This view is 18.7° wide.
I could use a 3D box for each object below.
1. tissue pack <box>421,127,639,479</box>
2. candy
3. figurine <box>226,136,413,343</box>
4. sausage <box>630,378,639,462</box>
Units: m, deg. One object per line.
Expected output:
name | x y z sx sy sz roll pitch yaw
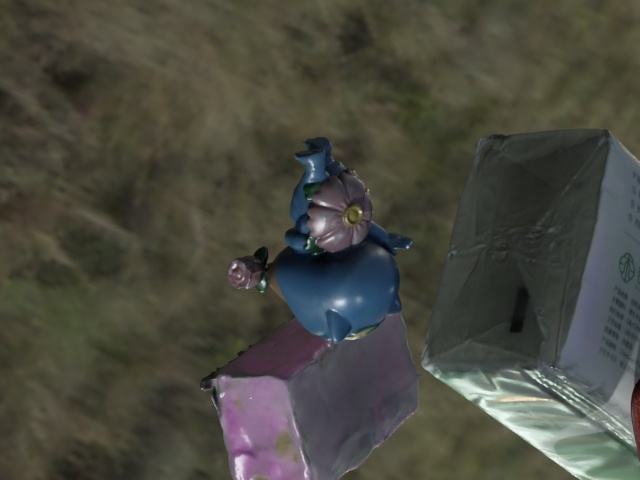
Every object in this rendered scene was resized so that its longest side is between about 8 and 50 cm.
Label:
tissue pack | 0.283 0.077 1.981 0.356 0.194 0.266 36 62 -45
candy | -0.003 0.166 2.099 0.265 0.116 0.155 -35 114 -54
figurine | -0.005 0.001 1.707 0.114 0.144 0.178 -37 121 -58
sausage | 0.341 0.229 1.844 0.074 0.074 0.274 -40 119 -59
